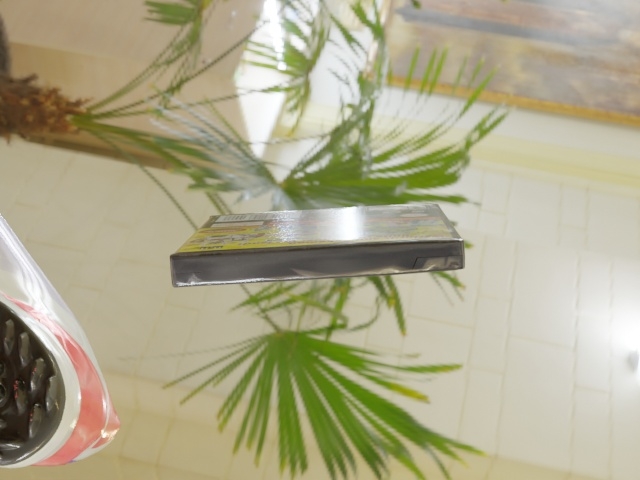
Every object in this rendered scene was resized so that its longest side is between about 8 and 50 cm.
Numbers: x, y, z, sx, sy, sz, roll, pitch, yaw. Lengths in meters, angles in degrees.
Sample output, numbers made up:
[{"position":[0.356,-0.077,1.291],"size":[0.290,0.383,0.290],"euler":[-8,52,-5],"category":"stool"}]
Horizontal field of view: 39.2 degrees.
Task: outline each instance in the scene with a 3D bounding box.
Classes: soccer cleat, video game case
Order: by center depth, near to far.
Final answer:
[{"position":[-0.254,0.030,0.652],"size":[0.108,0.318,0.116],"euler":[-40,158,1],"category":"soccer cleat"},{"position":[0.000,0.000,0.948],"size":[0.248,0.275,0.035],"euler":[-79,166,-80],"category":"video game case"}]
